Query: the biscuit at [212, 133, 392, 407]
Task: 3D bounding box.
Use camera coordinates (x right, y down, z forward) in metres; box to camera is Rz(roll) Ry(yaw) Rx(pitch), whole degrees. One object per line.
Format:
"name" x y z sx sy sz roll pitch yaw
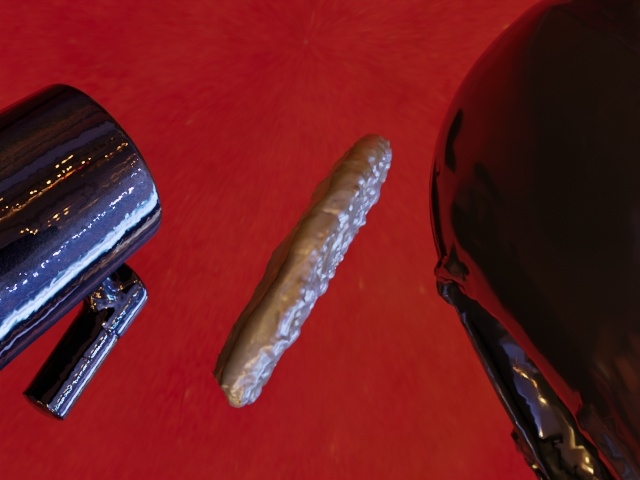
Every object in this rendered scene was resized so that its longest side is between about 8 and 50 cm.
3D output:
"biscuit" -0.002 -0.001 1.170 0.038 0.290 0.141 30 106 2

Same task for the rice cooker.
"rice cooker" 0.169 0.019 0.575 0.224 0.267 0.267 -35 95 -6

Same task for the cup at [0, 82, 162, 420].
"cup" -0.230 0.010 1.464 0.166 0.239 0.177 38 58 23
